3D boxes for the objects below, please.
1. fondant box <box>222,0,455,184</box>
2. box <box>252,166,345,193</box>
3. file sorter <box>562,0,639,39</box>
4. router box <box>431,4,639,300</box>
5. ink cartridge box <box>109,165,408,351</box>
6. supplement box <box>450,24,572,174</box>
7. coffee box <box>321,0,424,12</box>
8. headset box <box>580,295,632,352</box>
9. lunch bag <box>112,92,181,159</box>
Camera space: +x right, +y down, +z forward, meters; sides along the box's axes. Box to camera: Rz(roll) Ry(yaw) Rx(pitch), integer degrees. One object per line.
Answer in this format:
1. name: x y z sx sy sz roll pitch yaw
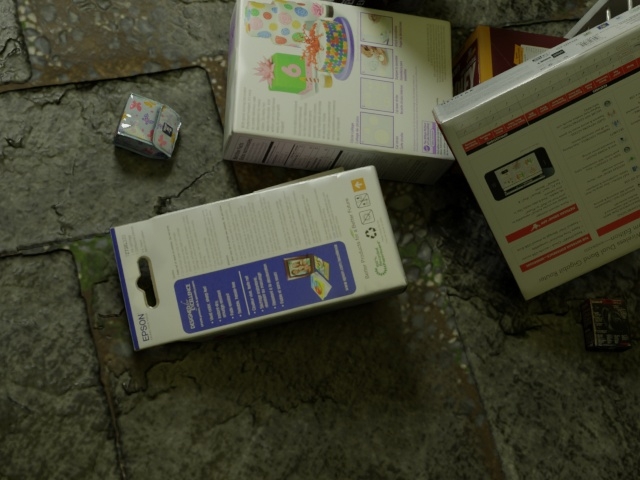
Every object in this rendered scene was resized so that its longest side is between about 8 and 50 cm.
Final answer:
1. fondant box: 0.028 -0.225 1.553 0.330 0.096 0.238 7 68 -14
2. box: 0.000 0.000 1.489 0.145 0.038 0.186 -17 74 -20
3. file sorter: 0.523 -0.285 1.613 0.192 0.278 0.173 8 70 -12
4. router box: 0.370 -0.120 1.460 0.335 0.082 0.301 -25 110 8
5. ink cartridge box: -0.083 0.027 1.412 0.371 0.069 0.176 -13 76 -6
6. supplement box: 0.308 -0.203 1.602 0.194 0.129 0.191 5 69 -14
7. coffee box: 0.110 -0.458 1.552 0.168 0.297 0.119 -8 75 -19
8. headset box: 0.426 0.123 1.564 0.062 0.032 0.083 3 68 -15
9. lunch bag: -0.241 -0.159 1.476 0.083 0.053 0.071 21 67 -17
